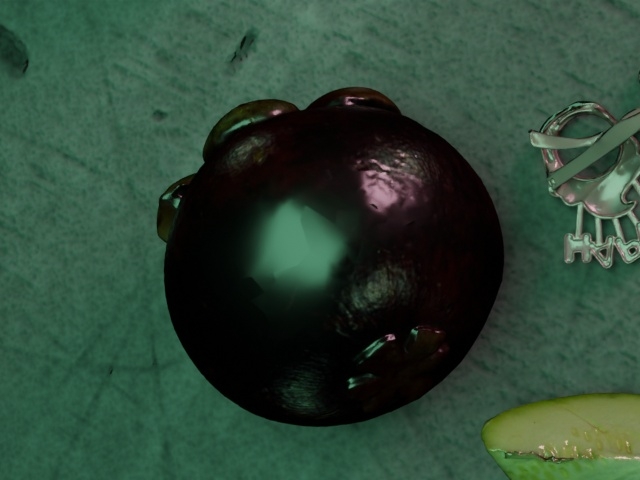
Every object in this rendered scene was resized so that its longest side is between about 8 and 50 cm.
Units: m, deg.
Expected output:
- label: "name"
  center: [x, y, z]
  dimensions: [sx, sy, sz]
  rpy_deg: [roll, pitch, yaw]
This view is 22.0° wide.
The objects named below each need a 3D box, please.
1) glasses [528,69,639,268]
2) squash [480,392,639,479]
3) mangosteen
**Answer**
- label: "glasses"
  center: [0.305, -0.080, 1.475]
  dimensions: [0.255, 0.095, 0.162]
  rpy_deg: [-32, 85, 18]
- label: "squash"
  center: [0.291, 0.171, 1.455]
  dimensions: [0.252, 0.093, 0.169]
  rpy_deg: [-24, 124, 18]
- label: "mangosteen"
  center: [0.000, 0.000, 1.492]
  dimensions: [0.307, 0.307, 0.347]
  rpy_deg: [-41, 47, 14]
